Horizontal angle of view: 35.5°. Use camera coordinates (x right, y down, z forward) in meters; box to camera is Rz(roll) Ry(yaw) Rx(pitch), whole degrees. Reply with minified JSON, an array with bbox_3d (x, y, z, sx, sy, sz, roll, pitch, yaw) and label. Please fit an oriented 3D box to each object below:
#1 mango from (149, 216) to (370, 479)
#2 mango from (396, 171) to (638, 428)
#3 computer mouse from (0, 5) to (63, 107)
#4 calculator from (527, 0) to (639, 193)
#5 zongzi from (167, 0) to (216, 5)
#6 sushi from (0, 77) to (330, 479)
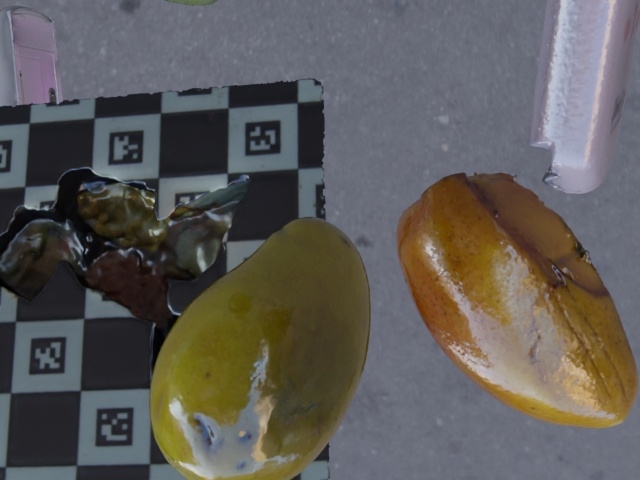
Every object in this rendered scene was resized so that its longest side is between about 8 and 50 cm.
[{"bbox_3d":[-0.023,0.055,0.518,0.076,0.161,0.103,-14,127,48],"label":"mango"},{"bbox_3d":[0.229,0.076,1.152,0.199,0.201,0.350,-36,91,12],"label":"mango"},{"bbox_3d":[-0.471,-0.257,1.621,0.056,0.245,0.126,-12,175,35],"label":"computer mouse"},{"bbox_3d":[0.113,-0.105,0.406,0.032,0.100,0.175,11,110,18],"label":"calculator"},{"bbox_3d":[-0.046,-0.136,0.440,0.052,0.113,0.104,9,125,-19],"label":"zongzi"},{"bbox_3d":[-0.159,0.046,0.888,0.343,0.359,0.064,-3,164,8],"label":"sushi"}]
